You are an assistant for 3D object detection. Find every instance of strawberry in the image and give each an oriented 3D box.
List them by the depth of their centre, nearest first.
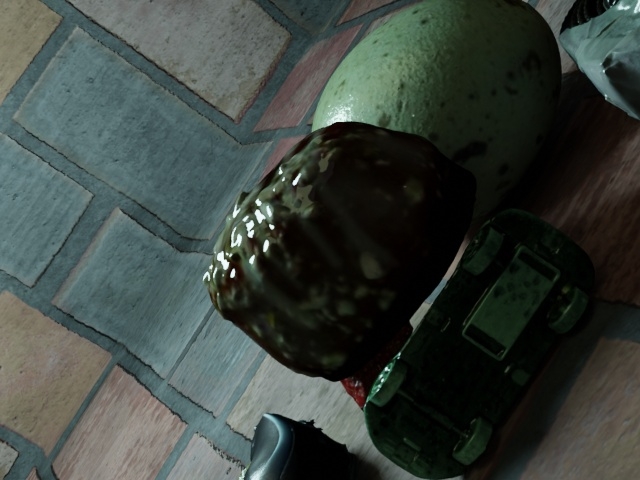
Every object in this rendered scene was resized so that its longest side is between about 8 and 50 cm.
[{"bbox_3d":[0.060,0.151,1.485,0.131,0.131,0.148,-27,35,56],"label":"strawberry"}]

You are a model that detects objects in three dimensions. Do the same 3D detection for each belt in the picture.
[{"bbox_3d":[0.376,-0.243,1.307,0.184,0.164,0.289,-41,21,14],"label":"belt"}]

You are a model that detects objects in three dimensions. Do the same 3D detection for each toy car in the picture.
[{"bbox_3d":[0.166,0.112,1.266,0.306,0.136,0.125,-56,4,2],"label":"toy car"}]

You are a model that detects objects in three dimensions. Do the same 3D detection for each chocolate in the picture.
[{"bbox_3d":[0.000,0.000,1.351,0.340,0.210,0.225,-49,20,28],"label":"chocolate"}]

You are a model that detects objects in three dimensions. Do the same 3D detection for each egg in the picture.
[{"bbox_3d":[0.153,-0.165,1.540,0.379,0.287,0.287,-48,19,13],"label":"egg"}]

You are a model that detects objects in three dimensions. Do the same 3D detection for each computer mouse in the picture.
[{"bbox_3d":[-0.021,0.279,1.428,0.096,0.137,0.233,-55,16,13],"label":"computer mouse"}]

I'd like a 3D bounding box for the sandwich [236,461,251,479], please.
[{"bbox_3d":[-0.110,0.443,1.440,0.273,0.095,0.249,-52,21,6],"label":"sandwich"}]
